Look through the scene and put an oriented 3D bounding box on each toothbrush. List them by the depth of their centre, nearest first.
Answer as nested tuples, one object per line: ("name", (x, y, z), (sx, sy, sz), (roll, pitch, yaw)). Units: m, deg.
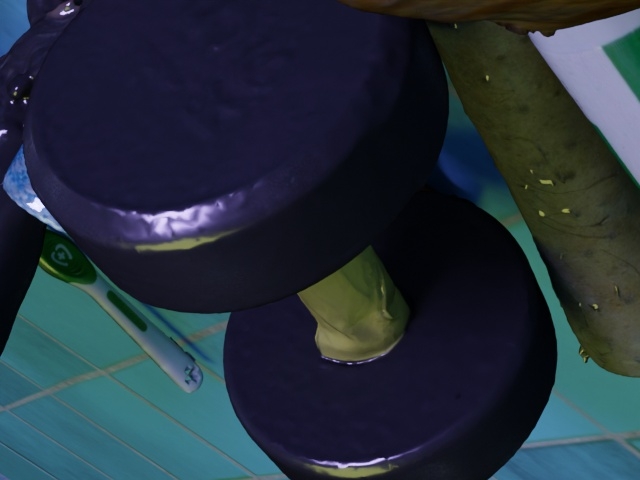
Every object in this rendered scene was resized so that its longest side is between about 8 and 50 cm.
("toothbrush", (-0.259, 0.024, 1.451), (0.040, 0.042, 0.418), (-9, 133, 43))

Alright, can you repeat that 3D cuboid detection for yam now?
("yam", (0.139, -0.048, 0.820), (0.083, 0.083, 0.371), (11, 147, 37))

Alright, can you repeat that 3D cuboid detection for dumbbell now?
("dumbbell", (0.000, 0.000, 0.791), (0.204, 0.203, 0.322), (14, 154, 32))

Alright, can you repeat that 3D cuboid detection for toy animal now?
("toy animal", (-0.219, -0.056, 0.979), (0.106, 0.343, 0.168), (26, -173, -35))

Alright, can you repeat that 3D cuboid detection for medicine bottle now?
("medicine bottle", (0.194, -0.058, 0.719), (0.095, 0.095, 0.260), (1, 141, 48))

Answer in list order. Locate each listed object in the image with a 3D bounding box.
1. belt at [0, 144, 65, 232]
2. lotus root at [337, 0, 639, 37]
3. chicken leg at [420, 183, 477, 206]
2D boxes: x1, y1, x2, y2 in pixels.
("belt", (-0.088, -0.037, 0.936), (0.087, 0.072, 0.302), (32, -167, 24))
("lotus root", (0.090, -0.185, 0.499), (0.188, 0.199, 0.180), (-8, 173, -37))
("chicken leg", (0.009, -0.071, 0.924), (0.113, 0.093, 0.304), (-13, 138, 40))
